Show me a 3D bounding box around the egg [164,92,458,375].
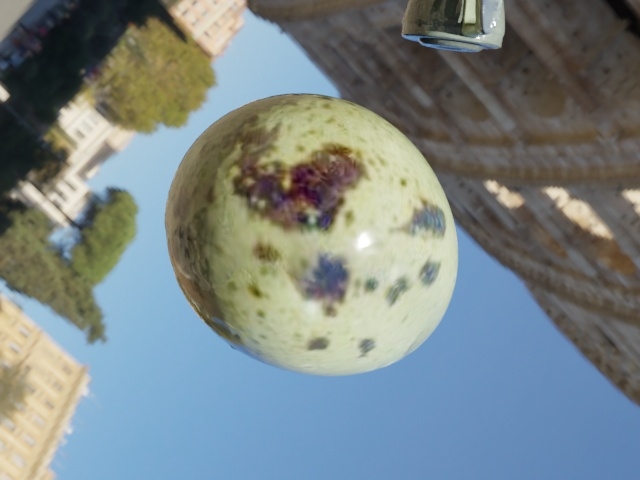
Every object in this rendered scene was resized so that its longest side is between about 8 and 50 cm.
[{"bbox_3d":[0.000,0.000,1.411,0.345,0.428,0.345,-17,-120,33],"label":"egg"}]

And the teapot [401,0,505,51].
[{"bbox_3d":[0.143,-0.260,1.179,0.149,0.111,0.108,-19,116,-76],"label":"teapot"}]
